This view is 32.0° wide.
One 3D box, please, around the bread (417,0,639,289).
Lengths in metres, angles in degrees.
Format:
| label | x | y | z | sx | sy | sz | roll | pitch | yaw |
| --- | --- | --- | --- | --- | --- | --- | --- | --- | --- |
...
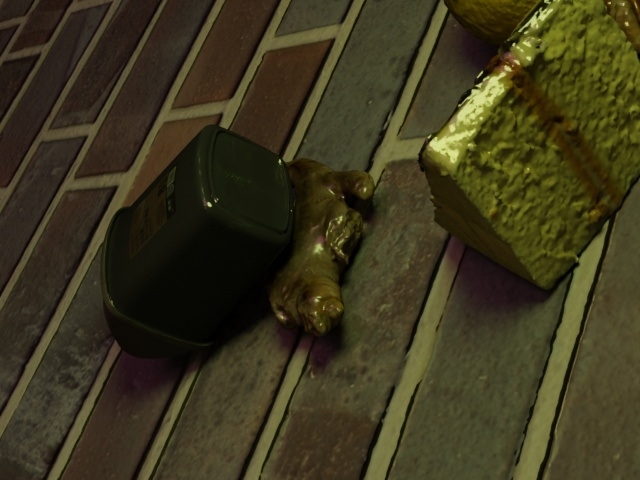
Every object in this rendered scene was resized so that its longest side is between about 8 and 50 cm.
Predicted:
| label | x | y | z | sx | sy | sz | roll | pitch | yaw |
| --- | --- | --- | --- | --- | --- | --- | --- | --- | --- |
| bread | 0.210 | -0.134 | 1.211 | 0.263 | 0.236 | 0.198 | -51 | 41 | -8 |

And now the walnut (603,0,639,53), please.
| label | x | y | z | sx | sy | sz | roll | pitch | yaw |
| --- | --- | --- | --- | --- | --- | --- | --- | --- | --- |
| walnut | 0.396 | -0.301 | 1.329 | 0.143 | 0.069 | 0.170 | -20 | 42 | 32 |

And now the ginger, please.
| label | x | y | z | sx | sy | sz | roll | pitch | yaw |
| --- | --- | --- | --- | --- | --- | --- | --- | --- | --- |
| ginger | 0.000 | 0.002 | 1.426 | 0.166 | 0.080 | 0.333 | -22 | 38 | 30 |

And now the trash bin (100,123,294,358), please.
| label | x | y | z | sx | sy | sz | roll | pitch | yaw |
| --- | --- | --- | --- | --- | --- | --- | --- | --- | --- |
| trash bin | -0.169 | 0.008 | 1.457 | 0.290 | 0.182 | 0.209 | -45 | 32 | 34 |

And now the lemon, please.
| label | x | y | z | sx | sy | sz | roll | pitch | yaw |
| --- | --- | --- | --- | --- | --- | --- | --- | --- | --- |
| lemon | 0.250 | -0.344 | 1.401 | 0.231 | 0.192 | 0.192 | -24 | 41 | 51 |
